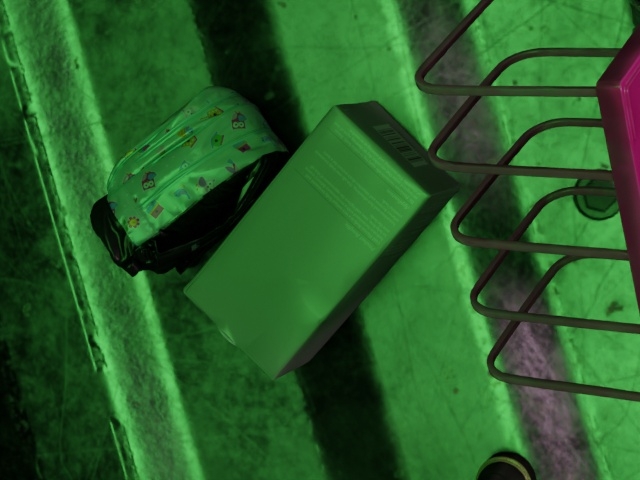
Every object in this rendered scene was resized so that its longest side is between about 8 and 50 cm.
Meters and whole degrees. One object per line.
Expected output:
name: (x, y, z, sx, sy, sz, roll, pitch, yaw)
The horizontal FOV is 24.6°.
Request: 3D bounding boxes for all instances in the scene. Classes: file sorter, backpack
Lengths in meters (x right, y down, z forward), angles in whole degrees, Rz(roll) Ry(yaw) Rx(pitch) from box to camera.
file sorter: (0.208, -0.044, 1.142, 0.182, 0.202, 0.290, 4, 126, 33)
backpack: (-0.119, -0.054, 1.368, 0.182, 0.152, 0.115, -40, 86, 10)

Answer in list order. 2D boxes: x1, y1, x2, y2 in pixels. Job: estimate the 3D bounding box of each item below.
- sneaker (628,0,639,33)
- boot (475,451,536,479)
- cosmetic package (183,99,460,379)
sneaker: (0.282, -0.173, 1.199, 0.086, 0.132, 0.228, -17, 89, 22)
boot: (0.150, 0.301, 1.301, 0.077, 0.137, 0.198, -7, 94, 22)
cosmetic package: (0.000, 0.000, 1.348, 0.127, 0.107, 0.238, 46, 112, 11)
